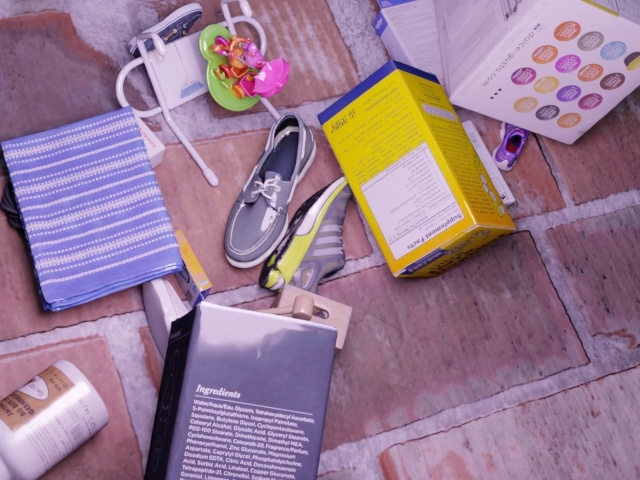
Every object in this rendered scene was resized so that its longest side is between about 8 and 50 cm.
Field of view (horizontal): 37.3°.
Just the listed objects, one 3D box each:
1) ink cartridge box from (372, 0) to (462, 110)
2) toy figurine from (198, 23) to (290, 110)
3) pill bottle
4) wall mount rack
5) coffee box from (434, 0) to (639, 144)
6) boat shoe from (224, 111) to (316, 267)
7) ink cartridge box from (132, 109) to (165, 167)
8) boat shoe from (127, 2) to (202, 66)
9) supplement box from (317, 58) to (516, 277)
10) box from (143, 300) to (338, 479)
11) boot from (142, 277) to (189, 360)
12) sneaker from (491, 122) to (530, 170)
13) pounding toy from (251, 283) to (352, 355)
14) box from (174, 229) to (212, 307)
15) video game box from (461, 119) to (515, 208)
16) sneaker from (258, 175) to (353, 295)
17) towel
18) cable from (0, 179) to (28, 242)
[{"bbox_3d":[0.242,-0.424,2.074,0.185,0.065,0.311,-20,76,-27],"label":"ink cartridge box"},{"bbox_3d":[-0.126,-0.319,1.715,0.130,0.159,0.173,-43,117,-23],"label":"toy figurine"},{"bbox_3d":[-0.453,0.298,1.453,0.229,0.131,0.131,-37,81,-29],"label":"pill bottle"},{"bbox_3d":[-0.202,-0.292,1.833,0.350,0.130,0.304,-31,116,-27],"label":"wall mount rack"},{"bbox_3d":[0.473,-0.463,1.958,0.334,0.337,0.338,15,52,-25],"label":"coffee box"},{"bbox_3d":[-0.101,-0.100,1.757,0.116,0.099,0.319,16,63,18],"label":"boat shoe"},{"bbox_3d":[-0.377,-0.160,1.738,0.150,0.063,0.109,-37,80,-28],"label":"ink cartridge box"},{"bbox_3d":[-0.290,-0.398,1.887,0.183,0.065,0.083,-40,89,-25],"label":"boat shoe"},{"bbox_3d":[0.181,-0.130,1.795,0.195,0.194,0.357,2,59,-57],"label":"supplement box"},{"bbox_3d":[-0.137,0.314,1.408,0.211,0.293,0.396,11,78,-13],"label":"box"},{"bbox_3d":[-0.208,0.168,1.631,0.123,0.095,0.258,-18,81,-31],"label":"boot"},{"bbox_3d":[0.423,-0.224,2.033,0.068,0.071,0.170,26,59,-5],"label":"sneaker"},{"bbox_3d":[-0.041,0.124,1.631,0.181,0.206,0.094,21,60,-8],"label":"pounding toy"},{"bbox_3d":[-0.233,0.057,1.672,0.028,0.081,0.136,-26,76,-28],"label":"box"},{"bbox_3d":[0.275,-0.134,1.953,0.187,0.048,0.205,-17,71,-27],"label":"video game box"},{"bbox_3d":[0.000,0.000,1.778,0.121,0.111,0.300,40,61,-14],"label":"sneaker"},{"bbox_3d":[-0.394,-0.060,1.623,0.243,0.040,0.336,-18,71,-10],"label":"towel"},{"bbox_3d":[-0.469,-0.055,1.667,0.150,0.047,0.184,-32,79,-28],"label":"cable"}]
